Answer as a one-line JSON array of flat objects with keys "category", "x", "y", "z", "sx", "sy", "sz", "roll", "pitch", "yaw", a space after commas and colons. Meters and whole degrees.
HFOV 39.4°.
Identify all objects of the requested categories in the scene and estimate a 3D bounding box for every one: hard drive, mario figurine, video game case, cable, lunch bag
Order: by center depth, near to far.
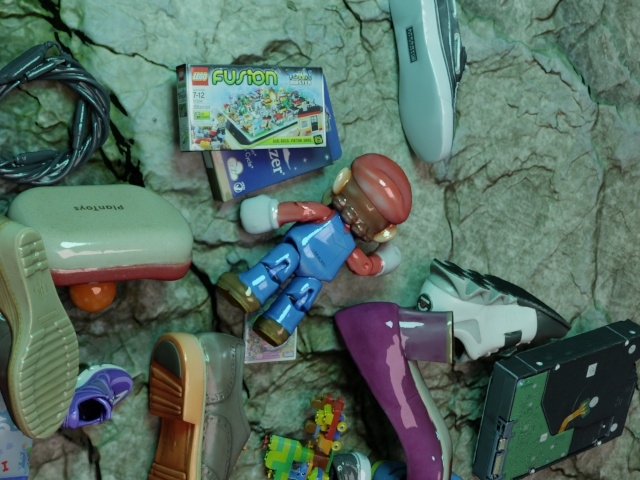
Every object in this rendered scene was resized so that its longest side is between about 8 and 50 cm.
[{"category": "lunch bag", "x": -0.417, "y": 0.214, "z": 1.038, "sx": 0.151, "sy": 0.096, "sz": 0.129, "roll": 7, "pitch": 89, "yaw": -45}, {"category": "cable", "x": -0.346, "y": -0.142, "z": 1.086, "sx": 0.184, "sy": 0.047, "sz": 0.150, "roll": -47, "pitch": 122, "yaw": -23}, {"category": "mario figurine", "x": 0.000, "y": 0.000, "z": 1.291, "sx": 0.320, "sy": 0.170, "sz": 0.198, "roll": -44, "pitch": 147, "yaw": -15}, {"category": "video game case", "x": -0.072, "y": 0.116, "z": 1.302, "sx": 0.087, "sy": 0.011, "sz": 0.122, "roll": 0, "pitch": 94, "yaw": -33}, {"category": "hard drive", "x": 0.424, "y": 0.282, "z": 1.569, "sx": 0.339, "sy": 0.064, "sz": 0.237, "roll": -13, "pitch": 121, "yaw": -32}]

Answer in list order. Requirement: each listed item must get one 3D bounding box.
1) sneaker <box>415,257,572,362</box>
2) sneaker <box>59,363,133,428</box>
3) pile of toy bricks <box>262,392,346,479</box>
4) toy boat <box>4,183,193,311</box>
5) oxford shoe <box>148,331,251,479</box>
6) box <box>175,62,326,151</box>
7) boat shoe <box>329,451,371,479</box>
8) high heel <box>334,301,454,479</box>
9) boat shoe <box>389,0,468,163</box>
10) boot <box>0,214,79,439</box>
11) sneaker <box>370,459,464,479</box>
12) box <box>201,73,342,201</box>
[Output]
[{"category": "sneaker", "x": 0.276, "y": 0.137, "z": 1.481, "sx": 0.330, "sy": 0.122, "sz": 0.146, "roll": 18, "pitch": 103, "yaw": -34}, {"category": "sneaker", "x": -0.280, "y": 0.204, "z": 1.109, "sx": 0.170, "sy": 0.071, "sz": 0.068, "roll": -21, "pitch": 121, "yaw": -69}, {"category": "pile of toy bricks", "x": -0.036, "y": 0.316, "z": 1.306, "sx": 0.105, "sy": 0.118, "sz": 0.212, "roll": 15, "pitch": 104, "yaw": -5}, {"category": "toy boat", "x": -0.274, "y": 0.023, "z": 1.107, "sx": 0.231, "sy": 0.151, "sz": 0.151, "roll": -3, "pitch": 127, "yaw": -32}, {"category": "oxford shoe", "x": -0.152, "y": 0.304, "z": 1.205, "sx": 0.132, "sy": 0.130, "sz": 0.364, "roll": 1, "pitch": 94, "yaw": -39}, {"category": "box", "x": -0.091, "y": -0.179, "z": 1.204, "sx": 0.207, "sy": 0.036, "sz": 0.114, "roll": -6, "pitch": 96, "yaw": -31}, {"category": "boat shoe", "x": 0.025, "y": 0.437, "z": 1.359, "sx": 0.076, "sy": 0.080, "sz": 0.229, "roll": 9, "pitch": 89, "yaw": -27}, {"category": "high heel", "x": 0.109, "y": 0.282, "z": 1.356, "sx": 0.127, "sy": 0.181, "sz": 0.377, "roll": 19, "pitch": 73, "yaw": -77}, {"category": "boat shoe", "x": 0.180, "y": -0.273, "z": 1.376, "sx": 0.102, "sy": 0.108, "sz": 0.301, "roll": -11, "pitch": 94, "yaw": -30}, {"category": "boot", "x": -0.375, "y": 0.090, "z": 0.999, "sx": 0.090, "sy": 0.206, "sz": 0.248, "roll": -18, "pitch": 107, "yaw": -55}, {"category": "sneaker", "x": 0.175, "y": 0.406, "z": 1.450, "sx": 0.209, "sy": 0.082, "sz": 0.069, "roll": 21, "pitch": 81, "yaw": -34}, {"category": "box", "x": -0.064, "y": -0.153, "z": 1.267, "sx": 0.225, "sy": 0.036, "sz": 0.136, "roll": -22, "pitch": 106, "yaw": -30}]
